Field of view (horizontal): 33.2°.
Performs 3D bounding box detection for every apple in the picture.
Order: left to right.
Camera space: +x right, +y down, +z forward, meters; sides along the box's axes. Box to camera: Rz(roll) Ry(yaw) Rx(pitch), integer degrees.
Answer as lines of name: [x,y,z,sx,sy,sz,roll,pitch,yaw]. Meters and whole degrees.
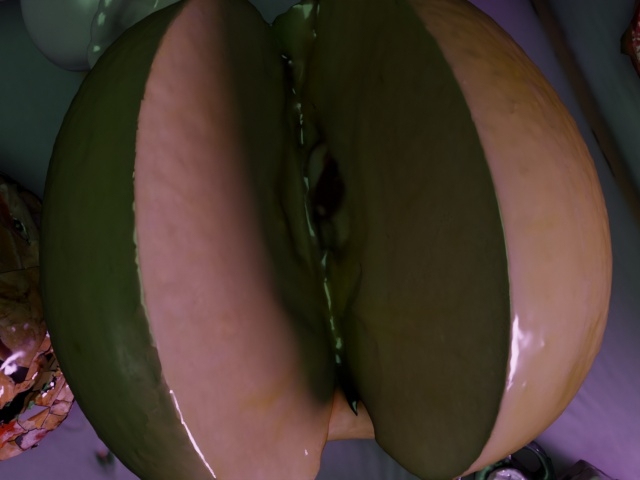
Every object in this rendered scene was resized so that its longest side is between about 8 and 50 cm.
apple: [0.000,0.000,0.555,0.292,0.292,0.254,-10,87,11]

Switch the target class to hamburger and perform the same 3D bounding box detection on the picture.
hamburger: [-0.261,0.047,0.699,0.231,0.107,0.230,0,90,16]

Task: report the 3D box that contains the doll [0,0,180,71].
doll: [-0.178,-0.181,0.662,0.293,0.119,0.138,28,83,11]

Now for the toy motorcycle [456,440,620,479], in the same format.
toy motorcycle: [0.164,0.215,0.654,0.229,0.074,0.151,27,94,-3]

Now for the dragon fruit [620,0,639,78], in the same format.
dragon fruit: [0.205,-0.113,0.625,0.060,0.056,0.083,-8,90,9]
